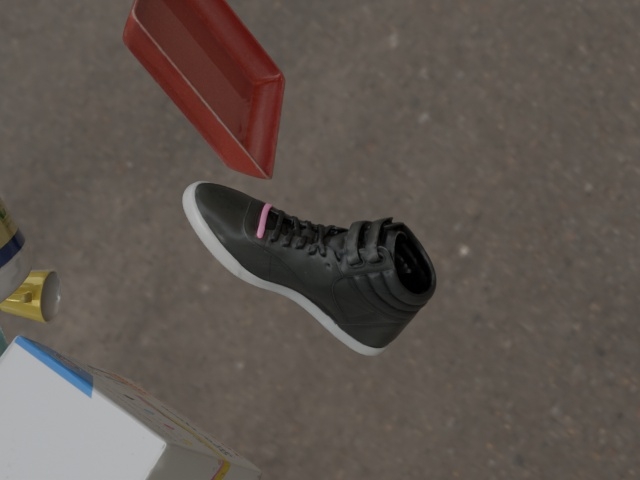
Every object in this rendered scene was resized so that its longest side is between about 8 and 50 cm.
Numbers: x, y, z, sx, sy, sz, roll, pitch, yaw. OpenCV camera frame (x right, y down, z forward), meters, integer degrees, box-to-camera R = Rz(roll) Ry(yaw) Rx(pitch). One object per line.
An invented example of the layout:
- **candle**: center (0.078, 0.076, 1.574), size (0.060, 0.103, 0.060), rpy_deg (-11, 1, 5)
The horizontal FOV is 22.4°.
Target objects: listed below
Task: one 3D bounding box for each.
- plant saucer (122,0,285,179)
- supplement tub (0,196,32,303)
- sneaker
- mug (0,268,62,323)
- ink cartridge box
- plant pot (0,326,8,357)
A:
- **plant saucer**: center (-0.141, -0.217, 1.918), size (0.047, 0.259, 0.258), rpy_deg (-30, 27, 21)
- **supplement tub**: center (-0.455, -0.051, 1.604), size (0.228, 0.316, 0.228), rpy_deg (-27, 15, 7)
- **sneaker**: center (0.000, 0.000, 1.745), size (0.147, 0.295, 0.105), rpy_deg (-40, 23, 40)
- **mug**: center (-0.336, 0.057, 1.833), size (0.064, 0.078, 0.062), rpy_deg (6, 62, 13)
- **ink cartridge box**: center (-0.191, 0.210, 1.375), size (0.171, 0.232, 0.168), rpy_deg (32, 87, 22)
- **plant pot**: center (-0.594, 0.212, 2.263), size (0.293, 0.196, 0.293), rpy_deg (6, 98, 42)
